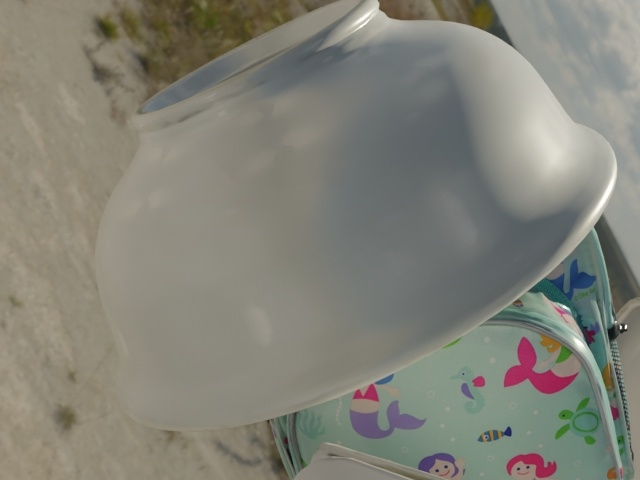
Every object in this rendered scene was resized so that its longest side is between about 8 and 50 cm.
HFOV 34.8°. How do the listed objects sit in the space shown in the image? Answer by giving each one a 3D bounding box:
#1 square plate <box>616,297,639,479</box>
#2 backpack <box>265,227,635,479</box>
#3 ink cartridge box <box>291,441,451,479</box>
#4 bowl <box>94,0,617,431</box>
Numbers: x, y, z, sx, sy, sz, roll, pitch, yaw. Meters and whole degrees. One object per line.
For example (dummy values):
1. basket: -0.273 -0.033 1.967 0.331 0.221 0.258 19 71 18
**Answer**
1. square plate: 0.364 0.224 0.929 0.347 0.344 0.049 30 48 8
2. backpack: 0.066 0.058 0.605 0.191 0.225 0.253 -87 164 -66
3. ink cartridge box: 0.074 0.308 0.448 0.285 0.166 0.395 -64 146 -23
4. bowl: -0.008 -0.041 0.548 0.134 0.298 0.298 62 14 -16
